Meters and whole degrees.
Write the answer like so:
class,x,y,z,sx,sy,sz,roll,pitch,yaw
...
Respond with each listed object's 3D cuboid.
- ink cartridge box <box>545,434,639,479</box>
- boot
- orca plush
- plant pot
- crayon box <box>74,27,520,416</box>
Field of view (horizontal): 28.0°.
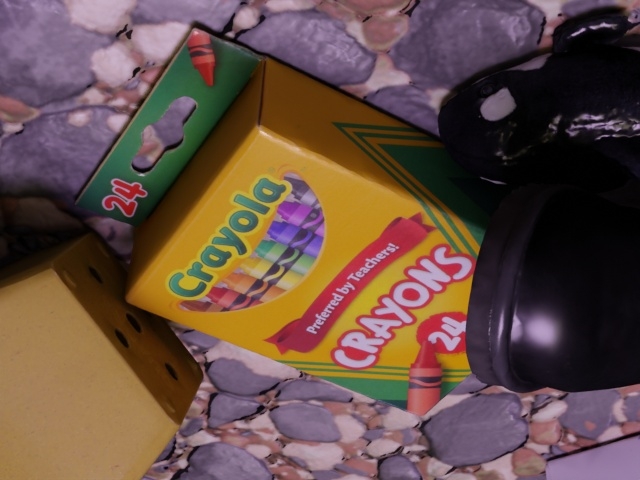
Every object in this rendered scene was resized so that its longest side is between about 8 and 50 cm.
class,x,y,z,sx,sy,sz,roll,pitch,yaw
ink cartridge box,0.356,0.323,1.174,0.198,0.197,0.270,-21,132,21
boot,0.271,0.041,0.802,0.260,0.131,0.348,8,-174,36
orca plush,0.227,-0.057,0.854,0.287,0.102,0.151,7,135,-7
plant pot,-0.206,0.113,0.936,0.187,0.212,0.212,-36,96,7
crayon box,0.000,0.000,0.931,0.318,0.081,0.202,23,132,-21
